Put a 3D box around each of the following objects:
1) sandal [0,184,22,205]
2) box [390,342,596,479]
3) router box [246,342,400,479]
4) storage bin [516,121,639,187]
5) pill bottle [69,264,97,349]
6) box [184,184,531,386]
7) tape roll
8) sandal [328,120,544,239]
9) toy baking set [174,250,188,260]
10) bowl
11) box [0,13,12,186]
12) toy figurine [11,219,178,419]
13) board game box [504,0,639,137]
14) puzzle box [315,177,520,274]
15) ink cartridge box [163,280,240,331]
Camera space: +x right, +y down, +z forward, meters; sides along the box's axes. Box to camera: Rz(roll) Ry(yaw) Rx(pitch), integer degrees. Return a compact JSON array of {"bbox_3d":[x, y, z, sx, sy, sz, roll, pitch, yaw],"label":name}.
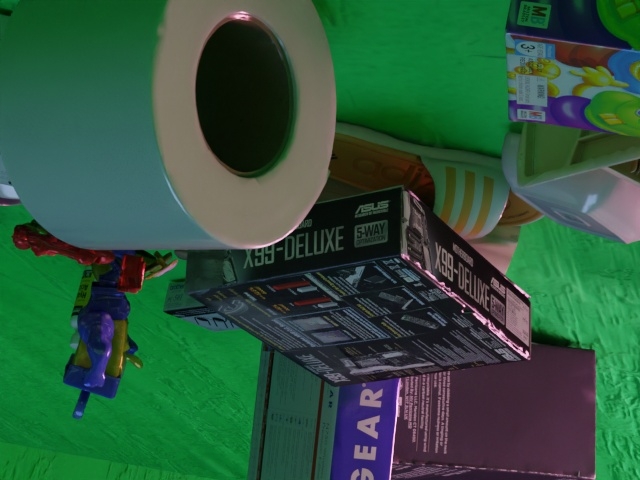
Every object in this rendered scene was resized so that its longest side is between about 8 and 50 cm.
[{"bbox_3d":[-0.337,-0.064,1.894,0.416,0.102,0.169,20,160,-21],"label":"sandal"},{"bbox_3d":[0.155,0.240,2.276,0.312,0.179,0.343,9,166,-21],"label":"box"},{"bbox_3d":[-0.005,0.279,2.122,0.082,0.335,0.301,8,176,-21],"label":"router box"},{"bbox_3d":[0.340,-0.068,1.379,0.262,0.123,0.260,23,159,-30],"label":"storage bin"},{"bbox_3d":[-0.314,0.098,2.350,0.065,0.116,0.065,11,162,4],"label":"pill bottle"},{"bbox_3d":[0.046,0.057,1.704,0.242,0.076,0.307,-11,153,29],"label":"box"},{"bbox_3d":[-0.123,-0.113,1.365,0.169,0.246,0.246,0,158,35],"label":"tape roll"},{"bbox_3d":[0.096,-0.043,1.665,0.265,0.076,0.102,14,145,-3],"label":"sandal"},{"bbox_3d":[-0.052,0.068,2.045,0.196,0.030,0.256,-3,157,41],"label":"toy baking set"},{"bbox_3d":[0.243,-0.044,1.570,0.142,0.053,0.142,19,172,43],"label":"bowl"},{"bbox_3d":[-0.288,-0.129,1.634,0.181,0.119,0.182,13,163,-2],"label":"box"},{"bbox_3d":[-0.293,0.102,2.022,0.191,0.217,0.362,10,-178,-10],"label":"toy figurine"},{"bbox_3d":[0.273,-0.152,1.133,0.275,0.144,0.142,9,161,11],"label":"board game box"},{"bbox_3d":[0.077,0.014,1.928,0.272,0.052,0.409,13,162,2],"label":"puzzle box"},{"bbox_3d":[-0.115,0.084,2.285,0.097,0.046,0.207,24,159,-36],"label":"ink cartridge box"}]
